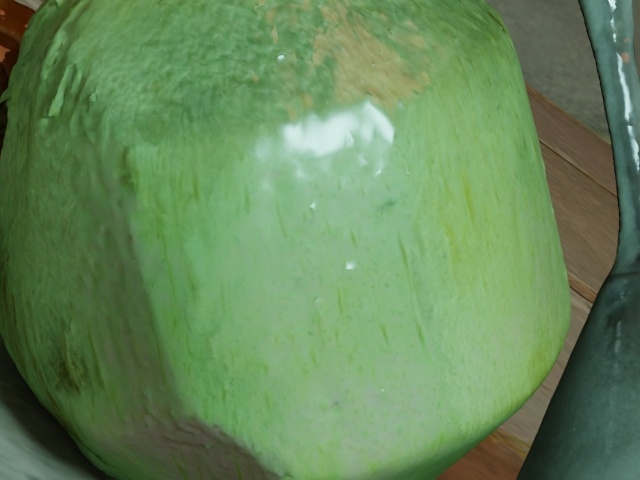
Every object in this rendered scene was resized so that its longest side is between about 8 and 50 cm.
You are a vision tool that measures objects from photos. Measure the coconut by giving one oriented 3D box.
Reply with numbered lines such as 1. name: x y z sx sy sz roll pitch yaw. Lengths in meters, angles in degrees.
1. coconut: -0.021 0.003 0.939 0.328 0.281 0.328 163 -90 -76

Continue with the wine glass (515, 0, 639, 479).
1. wine glass: 0.189 -0.009 1.116 0.267 0.267 0.406 2 80 -66

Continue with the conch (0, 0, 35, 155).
1. conch: -0.208 -0.098 1.117 0.109 0.093 0.330 19 1 -14
